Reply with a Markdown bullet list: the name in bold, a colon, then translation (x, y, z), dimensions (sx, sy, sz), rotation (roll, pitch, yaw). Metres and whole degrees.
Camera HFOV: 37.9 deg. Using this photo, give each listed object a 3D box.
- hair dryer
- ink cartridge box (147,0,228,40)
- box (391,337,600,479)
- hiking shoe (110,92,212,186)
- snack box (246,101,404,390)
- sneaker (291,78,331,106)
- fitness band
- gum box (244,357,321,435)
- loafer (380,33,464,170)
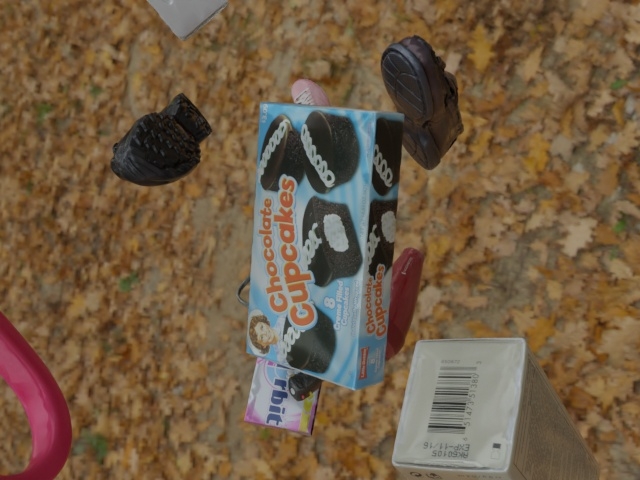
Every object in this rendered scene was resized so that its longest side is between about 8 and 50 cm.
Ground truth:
- **hair dryer**: translation (0.039, 0.092, 1.431), dimensions (0.223, 0.293, 0.080), rotation (63, 165, 16)
- **ink cartridge box**: translation (-0.233, -0.405, 1.361), dimensions (0.092, 0.160, 0.219), rotation (-38, 34, 4)
- **box**: translation (0.201, 0.241, 1.003), dimensions (0.121, 0.311, 0.148), rotation (-5, 52, 29)
- **hiking shoe**: translation (-0.202, -0.097, 1.110), dimensions (0.114, 0.086, 0.227), rotation (-38, 10, 20)
- **snack box**: translation (0.000, 0.000, 1.125), dimensions (0.187, 0.060, 0.322), rotation (12, 102, 42)
- **sneaker**: translation (-0.017, -0.211, 1.481), dimensions (0.051, 0.070, 0.134), rotation (-39, 66, 21)
- **fitness band**: translation (-0.373, 0.142, 0.967), dimensions (0.054, 0.291, 0.209), rotation (-33, 12, 14)
- **gum box**: translation (-0.049, 0.211, 1.507), dimensions (0.062, 0.107, 0.188), rotation (84, -164, -74)
- **loafer**: translation (0.158, -0.213, 1.362), dimensions (0.095, 0.302, 0.109), rotation (-39, 66, -8)
